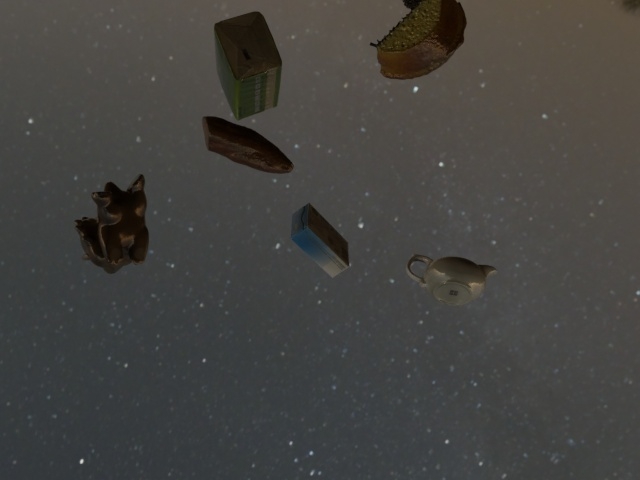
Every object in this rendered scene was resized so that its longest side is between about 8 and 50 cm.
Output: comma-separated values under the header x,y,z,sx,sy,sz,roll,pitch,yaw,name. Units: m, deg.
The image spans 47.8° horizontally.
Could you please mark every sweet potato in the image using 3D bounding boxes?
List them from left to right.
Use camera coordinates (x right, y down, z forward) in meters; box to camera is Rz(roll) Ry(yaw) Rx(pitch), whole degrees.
x,y,z,sx,sy,sz,roll,pitch,yaw,name
-0.184,-0.224,1.764,0.252,0.097,0.097,27,-149,-7,sweet potato

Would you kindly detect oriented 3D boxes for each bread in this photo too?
x,y,z,sx,sy,sz,roll,pitch,yaw,name
0.260,-0.482,1.734,0.134,0.260,0.129,48,-174,40,bread

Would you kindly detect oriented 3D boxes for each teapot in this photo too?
x,y,z,sx,sy,sz,roll,pitch,yaw,name
0.438,0.122,2.458,0.300,0.208,0.165,19,-116,10,teapot

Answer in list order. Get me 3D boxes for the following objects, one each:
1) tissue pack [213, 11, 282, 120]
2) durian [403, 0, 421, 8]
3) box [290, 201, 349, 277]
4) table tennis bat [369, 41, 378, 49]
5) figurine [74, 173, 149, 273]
x,y,z,sx,sy,sz,roll,pitch,yaw,name
-0.225,-0.531,2.220,0.167,0.274,0.200,-21,-102,-10,tissue pack
0.256,-0.655,1.939,0.071,0.110,0.140,-24,-141,-17,durian
0.000,-0.001,2.179,0.194,0.073,0.139,44,-157,-25,box
0.196,-0.624,2.334,0.083,0.050,0.007,27,-136,24,table tennis bat
-0.540,-0.042,1.859,0.177,0.247,0.173,-28,-148,-37,figurine
